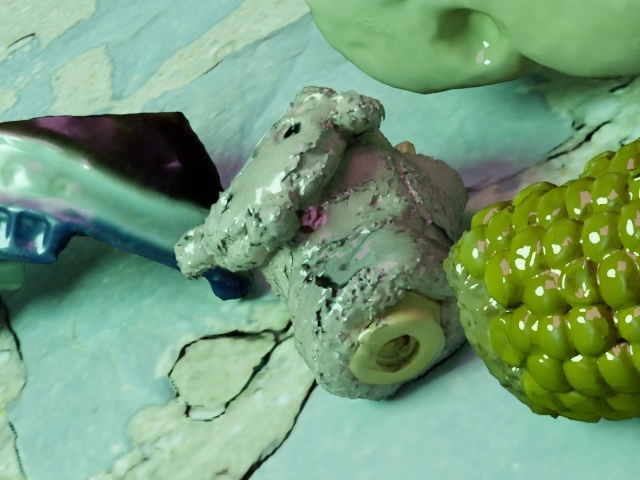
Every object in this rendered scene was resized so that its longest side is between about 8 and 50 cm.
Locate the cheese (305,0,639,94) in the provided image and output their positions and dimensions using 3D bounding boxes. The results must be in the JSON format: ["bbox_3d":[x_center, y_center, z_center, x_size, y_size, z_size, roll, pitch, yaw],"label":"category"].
[{"bbox_3d":[0.113,-0.148,0.713,0.263,0.093,0.159,-2,56,41],"label":"cheese"}]

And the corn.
[{"bbox_3d":[0.191,-0.004,0.539,0.321,0.119,0.119,-18,38,29],"label":"corn"}]

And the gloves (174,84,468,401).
[{"bbox_3d":[0.008,-0.003,0.706,0.110,0.094,0.144,-51,45,-4],"label":"gloves"}]

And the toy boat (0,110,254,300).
[{"bbox_3d":[-0.150,-0.001,0.825,0.262,0.115,0.114,-2,3,27],"label":"toy boat"}]
